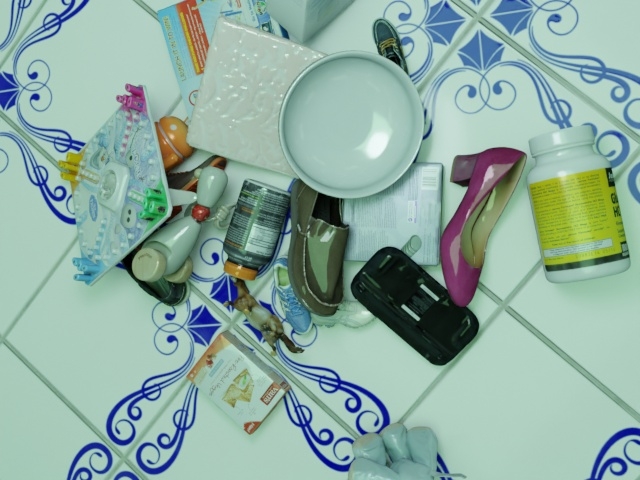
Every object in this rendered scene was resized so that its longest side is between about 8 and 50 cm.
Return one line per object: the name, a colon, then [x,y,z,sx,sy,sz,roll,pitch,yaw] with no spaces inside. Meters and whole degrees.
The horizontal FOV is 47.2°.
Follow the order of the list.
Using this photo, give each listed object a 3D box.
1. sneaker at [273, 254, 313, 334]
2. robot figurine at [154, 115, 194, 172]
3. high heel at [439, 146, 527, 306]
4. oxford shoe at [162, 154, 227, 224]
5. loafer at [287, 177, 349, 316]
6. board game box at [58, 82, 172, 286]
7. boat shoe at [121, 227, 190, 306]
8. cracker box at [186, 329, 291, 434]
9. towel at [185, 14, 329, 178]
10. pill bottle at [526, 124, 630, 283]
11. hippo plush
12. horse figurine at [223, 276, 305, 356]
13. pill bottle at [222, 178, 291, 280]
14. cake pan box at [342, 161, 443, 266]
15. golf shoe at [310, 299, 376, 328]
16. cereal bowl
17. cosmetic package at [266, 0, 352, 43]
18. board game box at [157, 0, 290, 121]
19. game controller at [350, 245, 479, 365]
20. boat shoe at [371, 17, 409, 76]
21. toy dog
sneaker: [-0.079,0.143,1.876,0.080,0.081,0.211,-22,88,11]
robot figurine: [-0.423,-0.242,1.922,0.219,0.158,0.128,-33,96,4]
high heel: [0.384,-0.030,1.710,0.181,0.127,0.378,0,89,46]
oxford shoe: [-0.368,-0.153,1.933,0.271,0.097,0.098,-36,75,10]
loafer: [0.000,0.000,1.772,0.130,0.133,0.366,-27,65,50]
board game box: [-0.536,-0.140,1.855,0.390,0.050,0.390,-36,59,34]
boat shoe: [-0.480,0.034,1.951,0.127,0.113,0.340,-33,84,12]
cracker box: [-0.214,0.370,1.920,0.232,0.067,0.156,39,100,9]
towel: [-0.144,-0.345,1.810,0.316,0.053,0.332,17,114,-6]
pill bottle: [0.575,-0.081,1.662,0.187,0.188,0.334,-11,89,13]
hippo plush: [0.213,0.605,1.784,0.294,0.234,0.237,12,125,27]
horse figurine: [-0.153,0.201,1.869,0.263,0.174,0.066,44,97,-4]
pill bottle: [-0.170,-0.024,1.869,0.130,0.130,0.246,21,96,12]
cake pan box: [0.178,-0.073,1.818,0.245,0.070,0.267,1,92,11]
golf shoe: [0.058,0.177,1.835,0.176,0.086,0.069,-8,58,11]
cereal bowl: [0.065,-0.273,1.724,0.338,0.141,0.339,-2,103,-7]
cosmetic package: [-0.004,-0.629,1.733,0.138,0.225,0.224,44,74,7]
board game box: [-0.233,-0.493,1.896,0.301,0.086,0.308,-17,87,13]
game controller: [0.230,0.161,1.788,0.319,0.067,0.166,41,97,-2]
boat shoe: [0.172,-0.471,1.802,0.065,0.083,0.183,-22,86,13]
toy dog: [-0.367,-0.044,1.844,0.161,0.220,0.334,32,73,23]
